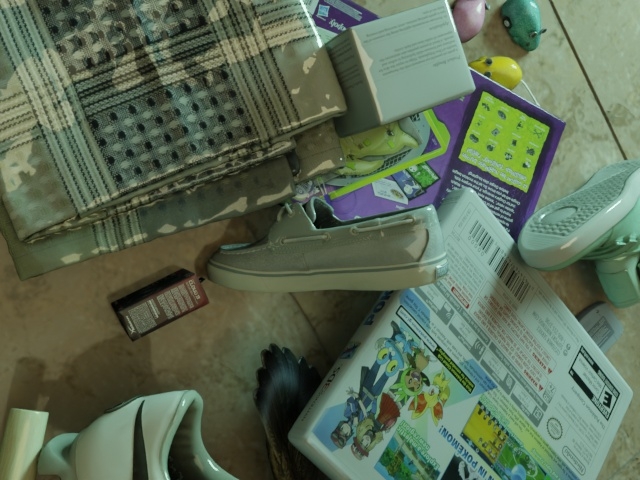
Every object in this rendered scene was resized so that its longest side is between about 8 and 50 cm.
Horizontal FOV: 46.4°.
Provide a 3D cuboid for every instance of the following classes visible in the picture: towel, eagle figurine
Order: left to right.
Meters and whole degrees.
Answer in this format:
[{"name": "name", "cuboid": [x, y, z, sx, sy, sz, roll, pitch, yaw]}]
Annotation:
[{"name": "towel", "cuboid": [-0.157, -0.159, 0.634, 0.312, 0.056, 0.324, -21, 94, -11]}, {"name": "eagle figurine", "cuboid": [-0.034, 0.275, 0.684, 0.298, 0.225, 0.226, 49, 29, 14]}]

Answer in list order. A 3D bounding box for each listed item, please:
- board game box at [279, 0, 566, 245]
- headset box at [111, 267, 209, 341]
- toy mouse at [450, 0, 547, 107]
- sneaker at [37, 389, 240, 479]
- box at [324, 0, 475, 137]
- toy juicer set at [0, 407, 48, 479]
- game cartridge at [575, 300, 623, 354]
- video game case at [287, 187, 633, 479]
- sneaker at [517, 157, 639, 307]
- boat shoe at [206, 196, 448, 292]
[{"name": "board game box", "cuboid": [0.074, -0.098, 0.759, 0.347, 0.056, 0.208, 24, 80, -20]}, {"name": "headset box", "cuboid": [-0.142, 0.055, 0.674, 0.083, 0.062, 0.032, -28, 102, -16]}, {"name": "toy mouse", "cuboid": [0.192, -0.234, 0.804, 0.161, 0.031, 0.143, 12, 88, -20]}, {"name": "sneaker", "cuboid": [-0.073, 0.264, 0.537, 0.146, 0.122, 0.330, -30, 83, 13]}, {"name": "box", "cuboid": [0.063, -0.152, 0.675, 0.101, 0.102, 0.087, -22, 98, -19]}, {"name": "toy juicer set", "cuboid": [-0.337, 0.153, 0.579, 0.329, 0.089, 0.209, 29, 73, -3]}, {"name": "game cartridge", "cuboid": [0.313, 0.113, 0.872, 0.083, 0.017, 0.056, -41, 109, -14]}, {"name": "video game case", "cuboid": [0.161, 0.166, 0.726, 0.329, 0.036, 0.300, 48, 62, -21]}, {"name": "sneaker", "cuboid": [0.307, 0.017, 0.793, 0.256, 0.094, 0.151, -27, 105, -41]}, {"name": "boat shoe", "cuboid": [0.000, 0.000, 0.668, 0.228, 0.079, 0.081, -2, 99, 22]}]
